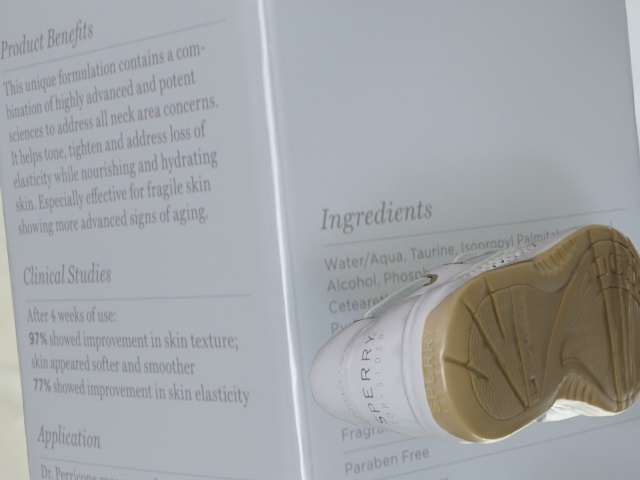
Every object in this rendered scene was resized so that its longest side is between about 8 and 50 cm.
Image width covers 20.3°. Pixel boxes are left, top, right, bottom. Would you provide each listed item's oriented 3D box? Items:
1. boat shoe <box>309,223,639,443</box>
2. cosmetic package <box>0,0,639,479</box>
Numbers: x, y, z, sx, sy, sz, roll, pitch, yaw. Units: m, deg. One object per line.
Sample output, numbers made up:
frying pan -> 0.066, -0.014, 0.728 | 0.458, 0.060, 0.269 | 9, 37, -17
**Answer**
boat shoe -> 0.087, 0.045, 0.892 | 0.277, 0.096, 0.098 | -2, -94, -59
cosmetic package -> 0.000, 0.000, 1.230 | 0.327, 0.394, 0.329 | -6, -178, -38
